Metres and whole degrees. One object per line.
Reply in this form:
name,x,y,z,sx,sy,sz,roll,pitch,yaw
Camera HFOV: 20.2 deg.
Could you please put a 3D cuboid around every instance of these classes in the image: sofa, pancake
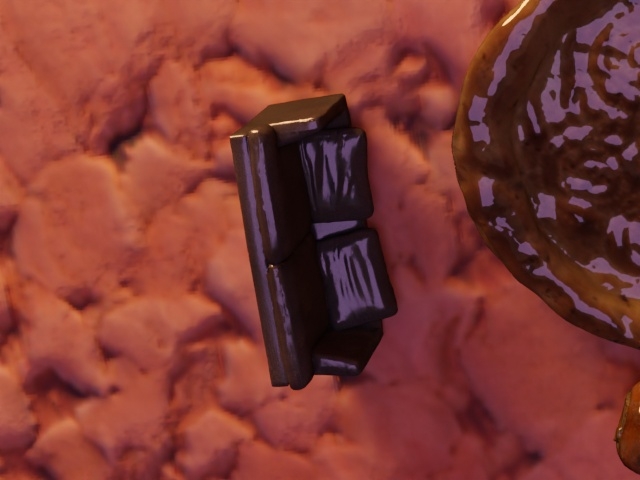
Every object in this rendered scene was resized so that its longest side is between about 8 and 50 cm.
sofa,0.000,0.000,0.983,0.060,0.085,0.147,-4,105,17
pancake,0.197,-0.051,0.952,0.250,0.031,0.250,3,106,12

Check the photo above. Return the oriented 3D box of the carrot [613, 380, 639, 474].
carrot,0.323,0.151,0.969,0.342,0.070,0.070,22,110,1
